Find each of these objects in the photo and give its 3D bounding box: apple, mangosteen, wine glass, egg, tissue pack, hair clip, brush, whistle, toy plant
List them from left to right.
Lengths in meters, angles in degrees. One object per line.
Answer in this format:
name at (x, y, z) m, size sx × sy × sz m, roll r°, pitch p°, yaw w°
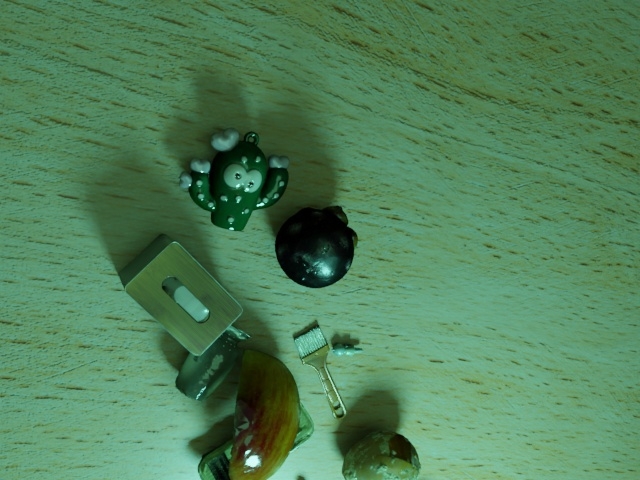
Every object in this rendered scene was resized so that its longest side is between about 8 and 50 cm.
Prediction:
tissue pack at (-0.334, 0.125, 1.430) m, size 0.159 × 0.136 × 0.246 m, roll -46°, pitch 116°, yaw -11°
wine glass at (-0.272, 0.296, 1.506) m, size 0.111 × 0.111 × 0.204 m, roll 38°, pitch 81°, yaw -27°
toy plant at (-0.200, -0.148, 1.452) m, size 0.232 × 0.112 × 0.243 m, roll 40°, pitch 88°, yaw -31°
hair clip at (-0.170, 0.555, 1.618) m, size 0.321 × 0.091 × 0.138 m, roll -31°, pitch 85°, yaw -15°
apple at (-0.155, 0.454, 1.519) m, size 0.254 × 0.179 × 0.345 m, roll 19°, pitch 70°, yaw -43°
mangosteen at (0.000, 0.000, 1.544) m, size 0.211 × 0.211 × 0.250 m, roll 55°, pitch 45°, yaw -24°
brush at (0.013, 0.389, 1.717) m, size 0.090 × 0.017 × 0.314 m, roll -27°, pitch 111°, yaw -16°
whistle at (0.075, 0.312, 1.719) m, size 0.100 × 0.035 × 0.035 m, roll 6°, pitch 98°, yaw -27°
egg at (0.175, 0.653, 1.749) m, size 0.233 × 0.195 × 0.194 m, roll 4°, pitch 99°, yaw -13°
